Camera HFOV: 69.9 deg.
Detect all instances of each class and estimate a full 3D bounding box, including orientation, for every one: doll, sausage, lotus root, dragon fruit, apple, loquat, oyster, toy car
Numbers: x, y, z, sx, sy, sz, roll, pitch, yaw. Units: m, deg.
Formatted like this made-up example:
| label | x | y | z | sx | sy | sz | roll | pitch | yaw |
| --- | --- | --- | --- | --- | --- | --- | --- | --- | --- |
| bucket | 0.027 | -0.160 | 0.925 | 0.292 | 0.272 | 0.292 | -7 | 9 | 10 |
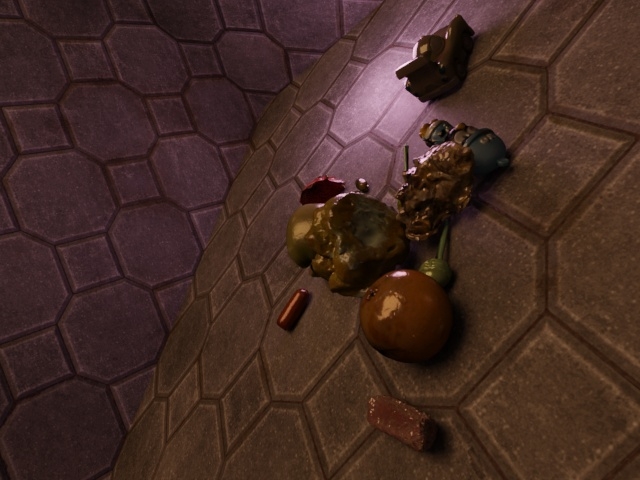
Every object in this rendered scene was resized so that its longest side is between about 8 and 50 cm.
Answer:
| label | x | y | z | sx | sy | sz | roll | pitch | yaw |
| --- | --- | --- | --- | --- | --- | --- | --- | --- | --- |
| doll | 0.466 | -0.307 | 1.474 | 0.177 | 0.141 | 0.314 | -31 | 49 | -27 |
| sausage | -0.116 | 0.292 | 1.954 | 0.197 | 0.076 | 0.076 | -59 | 28 | -4 |
| lotus root | 0.182 | -0.249 | 2.040 | 0.049 | 0.054 | 0.099 | -34 | 31 | 1 |
| dragon fruit | -0.009 | -0.252 | 2.237 | 0.274 | 0.161 | 0.126 | -42 | 34 | 31 |
| apple | 0.021 | 0.002 | 1.819 | 0.234 | 0.295 | 0.257 | -5 | 53 | 22 |
| loquat | 0.240 | 0.207 | 1.286 | 0.263 | 0.263 | 0.263 | -39 | 33 | 32 |
| oyster | 0.351 | -0.170 | 1.429 | 0.237 | 0.115 | 0.351 | 59 | 137 | 19 |
| toy car | 0.472 | -0.778 | 1.919 | 0.242 | 0.226 | 0.335 | -14 | 52 | 54 |

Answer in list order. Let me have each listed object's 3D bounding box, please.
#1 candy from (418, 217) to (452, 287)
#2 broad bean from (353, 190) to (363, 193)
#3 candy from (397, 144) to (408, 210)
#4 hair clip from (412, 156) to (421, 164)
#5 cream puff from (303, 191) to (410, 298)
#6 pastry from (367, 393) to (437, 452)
| label | x | y | z | sx | sy | sz | roll | pitch | yaw |
| --- | --- | --- | --- | --- | --- | --- | --- | --- | --- |
| candy | 0.383 | 0.011 | 1.443 | 0.093 | 0.092 | 0.335 | -32 | 29 | 49 |
| broad bean | 0.183 | -0.144 | 1.921 | 0.077 | 0.061 | 0.339 | -46 | 30 | 6 |
| candy | 0.322 | -0.226 | 1.689 | 0.077 | 0.073 | 0.261 | 160 | 112 | -67 |
| hair clip | 0.440 | -0.288 | 1.624 | 0.278 | 0.090 | 0.137 | -27 | 49 | 45 |
| cream puff | 0.113 | 0.027 | 1.589 | 0.275 | 0.379 | 0.378 | 121 | 165 | -57 |
| pastry | 0.221 | 0.474 | 1.194 | 0.265 | 0.112 | 0.102 | 176 | 111 | -70 |
